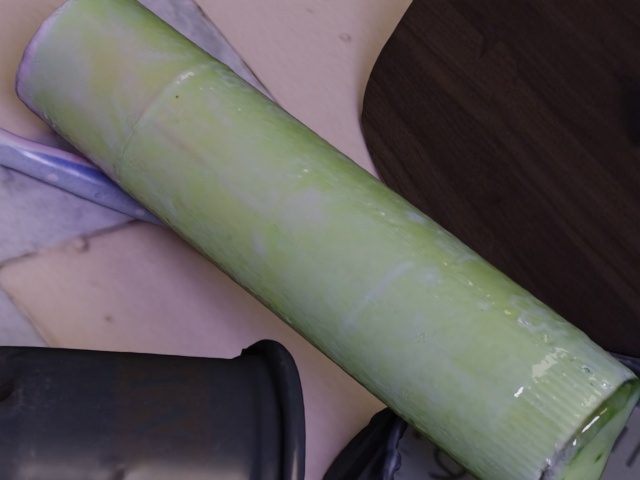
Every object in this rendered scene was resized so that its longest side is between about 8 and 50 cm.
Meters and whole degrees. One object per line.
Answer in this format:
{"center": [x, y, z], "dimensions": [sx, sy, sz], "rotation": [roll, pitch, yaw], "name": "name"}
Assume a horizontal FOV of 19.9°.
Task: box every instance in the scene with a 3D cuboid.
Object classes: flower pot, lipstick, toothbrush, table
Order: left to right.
{"center": [-0.141, -0.039, 0.802], "dimensions": [0.269, 0.021, 0.027], "rotation": [22, 45, -21], "name": "toothbrush"}
{"center": [-0.076, 0.101, 0.615], "dimensions": [0.106, 0.157, 0.157], "rotation": [12, 42, -11], "name": "flower pot"}
{"center": [0.000, 0.000, 0.763], "dimensions": [0.304, 0.076, 0.076], "rotation": [39, 35, 22], "name": "lipstick"}
{"center": [0.238, -0.077, 0.921], "dimensions": [0.249, 0.317, 0.317], "rotation": [19, 40, -38], "name": "table"}

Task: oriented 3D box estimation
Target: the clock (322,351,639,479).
{"center": [0.139, 0.176, 0.779], "dimensions": [0.312, 0.061, 0.313], "rotation": [22, 40, -20], "name": "clock"}
